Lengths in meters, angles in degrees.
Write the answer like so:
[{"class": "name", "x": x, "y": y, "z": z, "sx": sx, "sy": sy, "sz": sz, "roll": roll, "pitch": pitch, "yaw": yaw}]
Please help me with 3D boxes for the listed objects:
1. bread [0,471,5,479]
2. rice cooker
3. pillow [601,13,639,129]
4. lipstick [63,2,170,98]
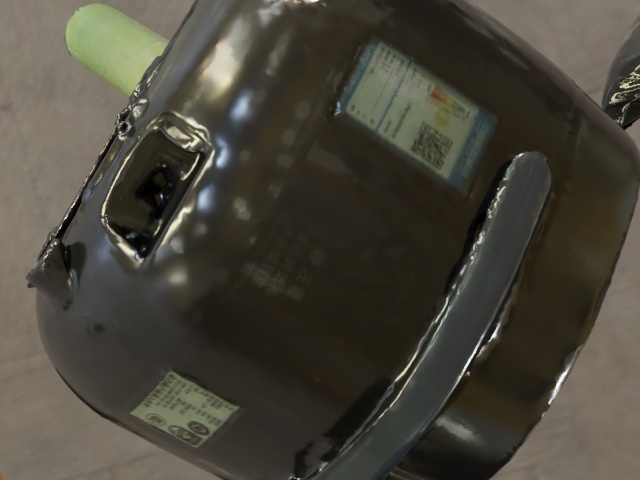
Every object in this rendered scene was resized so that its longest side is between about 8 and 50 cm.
[{"class": "bread", "x": -0.300, "y": 0.251, "z": 1.508, "sx": 0.143, "sy": 0.229, "sz": 0.139, "roll": -23, "pitch": 128, "yaw": -19}, {"class": "rice cooker", "x": 0.000, "y": 0.000, "z": 0.879, "sx": 0.224, "sy": 0.267, "sz": 0.267, "roll": 31, "pitch": 68, "yaw": -10}, {"class": "pillow", "x": 0.248, "y": -0.141, "z": 1.364, "sx": 0.048, "sy": 0.090, "sz": 0.150, "roll": 56, "pitch": 33, "yaw": -18}, {"class": "lipstick", "x": -0.191, "y": -0.185, "z": 1.945, "sx": 0.076, "sy": 0.304, "sz": 0.076, "roll": -8, "pitch": 111, "yaw": -23}]
